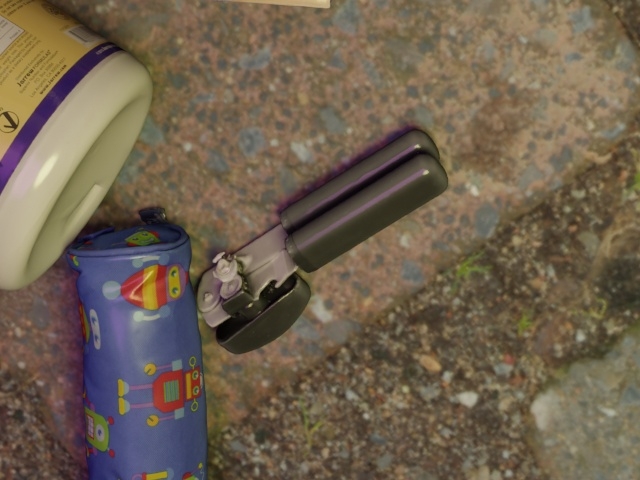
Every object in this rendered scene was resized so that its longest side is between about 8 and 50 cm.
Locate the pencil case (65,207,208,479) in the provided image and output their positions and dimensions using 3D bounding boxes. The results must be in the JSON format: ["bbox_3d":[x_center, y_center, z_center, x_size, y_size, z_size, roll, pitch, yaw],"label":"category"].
[{"bbox_3d":[-0.175,0.129,1.290,0.133,0.119,0.306,12,111,46],"label":"pencil case"}]

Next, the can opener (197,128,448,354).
[{"bbox_3d":[0.000,0.000,1.260,0.280,0.074,0.093,-36,130,18],"label":"can opener"}]

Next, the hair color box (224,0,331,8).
[{"bbox_3d":[-0.068,-0.372,1.116,0.185,0.110,0.338,4,111,1],"label":"hair color box"}]

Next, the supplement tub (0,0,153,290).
[{"bbox_3d":[-0.343,-0.135,1.189,0.331,0.241,0.241,32,108,1],"label":"supplement tub"}]
